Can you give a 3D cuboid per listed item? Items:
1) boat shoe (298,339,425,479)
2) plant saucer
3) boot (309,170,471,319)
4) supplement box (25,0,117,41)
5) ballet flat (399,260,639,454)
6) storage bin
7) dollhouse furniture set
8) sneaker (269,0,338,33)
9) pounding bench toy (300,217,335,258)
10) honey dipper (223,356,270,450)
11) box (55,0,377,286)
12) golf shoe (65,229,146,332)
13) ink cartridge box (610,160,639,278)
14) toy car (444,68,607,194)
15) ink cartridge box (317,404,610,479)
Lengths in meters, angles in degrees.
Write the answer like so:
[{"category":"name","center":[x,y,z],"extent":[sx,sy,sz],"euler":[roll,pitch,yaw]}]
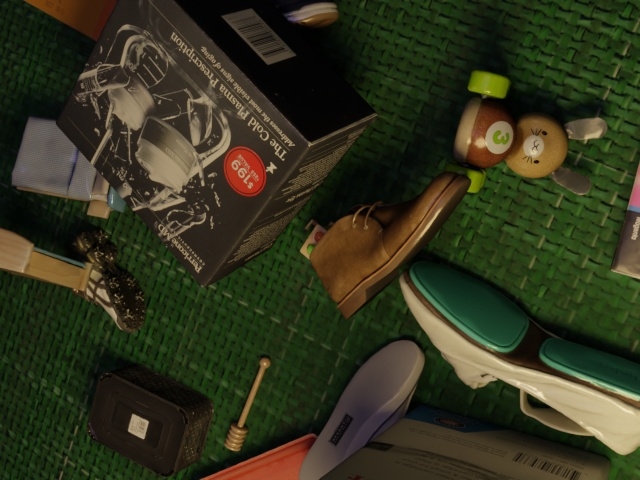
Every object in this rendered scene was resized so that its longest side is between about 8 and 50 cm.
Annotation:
[{"category":"boat shoe","center":[0.077,0.272,1.422],"extent":[0.096,0.088,0.267],"euler":[24,80,51]},{"category":"plant saucer","center":[-0.050,0.456,1.520],"extent":[0.258,0.048,0.259],"euler":[-27,84,24]},{"category":"boot","center":[0.081,-0.012,1.291],"extent":[0.115,0.112,0.305],"euler":[51,135,8]},{"category":"supplement box","center":[-0.407,-0.397,1.592],"extent":[0.233,0.080,0.078],"euler":[31,105,17]},{"category":"ballet flat","center":[0.269,0.170,1.318],"extent":[0.400,0.139,0.139],"euler":[27,105,19]},{"category":"storage bin","center":[-0.279,0.292,1.589],"extent":[0.180,0.084,0.122],"euler":[22,103,22]},{"category":"dollhouse furniture set","center":[-0.474,-0.102,1.528],"extent":[0.286,0.198,0.303],"euler":[12,81,15]},{"category":"sneaker","center":[-0.109,-0.378,1.447],"extent":[0.282,0.099,0.153],"euler":[-2,96,27]},{"category":"pounding bench toy","center":[0.000,0.000,1.448],"extent":[0.083,0.065,0.052],"euler":[38,108,17]},{"category":"honey dipper","center":[-0.114,0.257,1.543],"extent":[0.030,0.030,0.160],"euler":[24,101,21]},{"category":"box","center":[-0.156,-0.171,1.375],"extent":[0.343,0.179,0.312],"euler":[47,129,10]},{"category":"golf shoe","center":[-0.362,0.080,1.618],"extent":[0.094,0.077,0.198],"euler":[-40,68,25]},{"category":"ink cartridge box","center":[0.566,0.000,1.198],"extent":[0.371,0.069,0.175],"euler":[15,101,20]},{"category":"toy car","center":[0.274,-0.128,1.282],"extent":[0.188,0.149,0.155],"euler":[16,100,10]},{"category":"ink cartridge box","center":[0.180,0.360,1.217],"extent":[0.285,0.395,0.166],"euler":[13,99,23]}]
